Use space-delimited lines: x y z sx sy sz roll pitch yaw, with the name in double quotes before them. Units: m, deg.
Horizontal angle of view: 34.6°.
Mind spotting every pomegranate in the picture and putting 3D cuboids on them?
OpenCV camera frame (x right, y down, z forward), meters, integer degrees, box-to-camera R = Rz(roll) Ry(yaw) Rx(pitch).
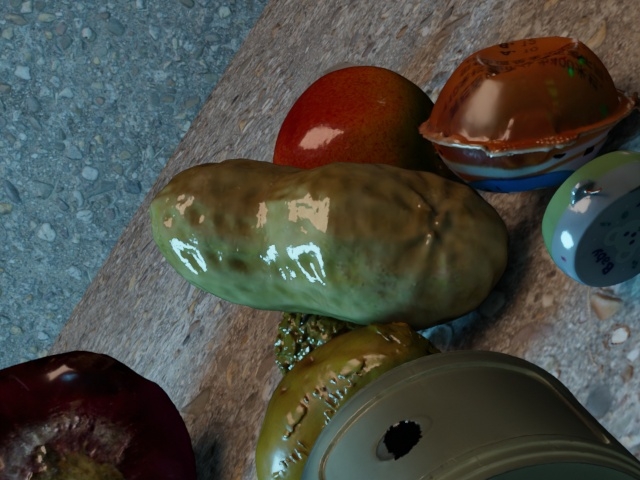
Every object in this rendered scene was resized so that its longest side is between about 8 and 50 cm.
"pomegranate" 0.070 -0.098 1.236 0.257 0.221 0.221 -5 49 26

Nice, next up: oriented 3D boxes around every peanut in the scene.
"peanut" 0.000 0.000 1.071 0.192 0.387 0.169 40 -123 -69

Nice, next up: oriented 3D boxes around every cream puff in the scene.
"cream puff" 0.011 0.110 1.192 0.165 0.115 0.150 -57 24 2

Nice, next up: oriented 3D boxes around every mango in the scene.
"mango" 0.026 0.176 1.013 0.248 0.151 0.156 -49 -12 33

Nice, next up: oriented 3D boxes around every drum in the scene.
"drum" 0.297 -0.050 0.836 0.253 0.130 0.049 -30 47 -2

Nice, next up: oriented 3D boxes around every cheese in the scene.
"cheese" 0.207 -0.143 1.057 0.217 0.129 0.329 -7 21 8

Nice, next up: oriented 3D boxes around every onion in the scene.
"onion" -0.367 0.368 1.452 0.420 0.398 0.398 95 -166 -63

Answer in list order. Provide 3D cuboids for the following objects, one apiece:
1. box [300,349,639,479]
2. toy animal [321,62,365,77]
"box" 0.109 0.203 0.669 0.226 0.226 0.149 -56 20 8
"toy animal" 0.035 -0.143 1.548 0.104 0.131 0.220 -41 -22 -41
